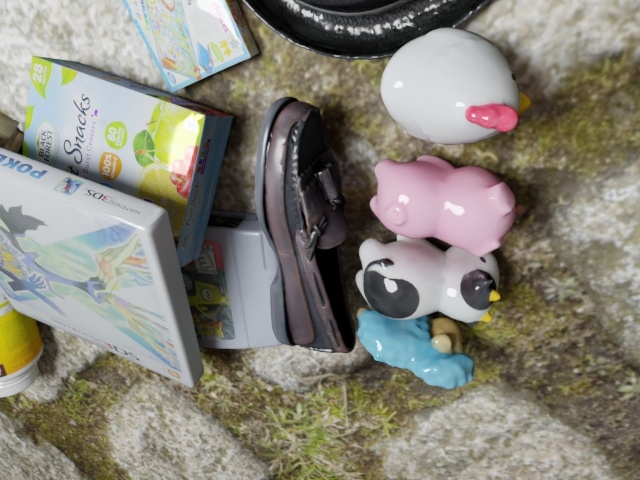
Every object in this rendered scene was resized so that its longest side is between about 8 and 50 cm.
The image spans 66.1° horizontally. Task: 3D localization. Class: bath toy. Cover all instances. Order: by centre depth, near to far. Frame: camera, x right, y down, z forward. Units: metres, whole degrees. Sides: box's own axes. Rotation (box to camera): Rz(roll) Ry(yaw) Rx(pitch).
[{"bbox_3d":[0.123,-0.015,0.477,0.151,0.129,0.348,-12,125,-18],"label":"bath toy"}]

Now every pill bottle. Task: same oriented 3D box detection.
[{"bbox_3d":[-0.504,0.136,0.756,0.117,0.117,0.215,10,122,10],"label":"pill bottle"}]

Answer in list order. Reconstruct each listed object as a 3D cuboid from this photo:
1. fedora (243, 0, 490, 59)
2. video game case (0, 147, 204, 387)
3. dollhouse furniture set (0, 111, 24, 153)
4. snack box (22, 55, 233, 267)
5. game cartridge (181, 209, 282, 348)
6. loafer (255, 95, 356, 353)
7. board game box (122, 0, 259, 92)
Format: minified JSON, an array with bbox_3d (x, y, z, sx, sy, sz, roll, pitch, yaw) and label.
[{"bbox_3d":[0.031,-0.283,0.334,0.334,0.152,0.334,7,121,12],"label":"fedora"},{"bbox_3d":[-0.289,0.037,0.572,0.300,0.036,0.329,20,141,11],"label":"video game case"},{"bbox_3d":[-0.372,-0.085,0.625,0.182,0.101,0.161,-35,130,29],"label":"dollhouse furniture set"},{"bbox_3d":[-0.219,-0.084,0.540,0.207,0.070,0.174,20,108,11],"label":"snack box"},{"bbox_3d":[-0.176,0.052,0.652,0.294,0.060,0.196,4,124,14],"label":"game cartridge"},{"bbox_3d":[0.000,0.000,0.528,0.095,0.109,0.303,16,127,23],"label":"loafer"},{"bbox_3d":[-0.140,-0.239,0.484,0.103,0.026,0.154,-14,115,23],"label":"board game box"}]
